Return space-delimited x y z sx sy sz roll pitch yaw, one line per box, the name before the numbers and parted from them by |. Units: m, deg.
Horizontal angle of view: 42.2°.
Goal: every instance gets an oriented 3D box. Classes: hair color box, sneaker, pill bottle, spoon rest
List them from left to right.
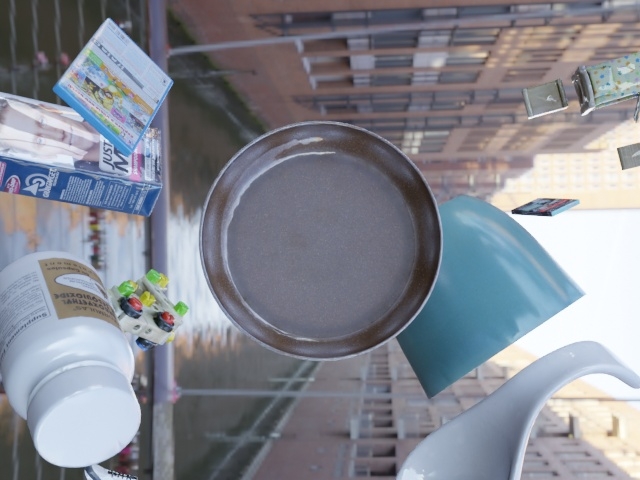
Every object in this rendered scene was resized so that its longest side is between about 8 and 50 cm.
pill bottle | -0.270 0.121 0.874 0.229 0.131 0.131 50 -28 48
hair color box | -0.499 -0.170 1.656 0.105 0.347 0.174 -56 -146 43
sneaker | -0.278 0.333 1.141 0.109 0.044 0.040 43 2 -21
spoon rest | 0.170 0.194 0.776 0.084 0.276 0.137 42 6 -35

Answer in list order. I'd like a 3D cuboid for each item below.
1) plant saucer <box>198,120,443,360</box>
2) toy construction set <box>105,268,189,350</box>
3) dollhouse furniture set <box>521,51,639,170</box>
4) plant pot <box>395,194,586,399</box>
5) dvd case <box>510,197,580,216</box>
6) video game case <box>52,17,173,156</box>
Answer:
plant saucer | 0.000 0.000 1.071 0.050 0.311 0.310 107 -17 -79
toy construction set | -0.413 0.129 1.726 0.328 0.151 0.215 14 28 -48
dollhouse furniture set | 0.384 -0.157 1.119 0.101 0.182 0.161 -13 88 -79
plant pot | 0.226 0.072 1.307 0.235 0.293 0.293 56 -3 12
dvd case | 0.478 -0.071 1.764 0.119 0.087 0.013 9 -62 58
video game case | -0.257 -0.196 1.048 0.119 0.015 0.166 45 36 -26
